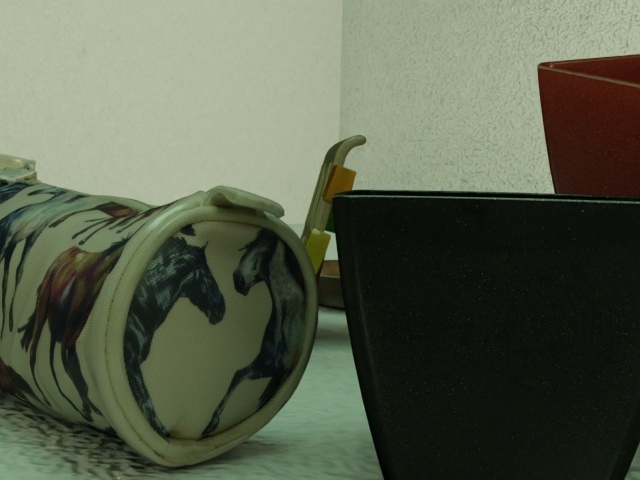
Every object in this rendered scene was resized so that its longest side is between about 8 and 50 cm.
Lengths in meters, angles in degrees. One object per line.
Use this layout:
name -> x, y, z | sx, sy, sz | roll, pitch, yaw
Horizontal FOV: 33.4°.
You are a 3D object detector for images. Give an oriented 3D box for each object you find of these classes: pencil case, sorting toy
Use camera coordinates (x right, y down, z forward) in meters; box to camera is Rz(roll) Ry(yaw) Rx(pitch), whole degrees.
pencil case -> -0.170, 0.032, 0.758 | 0.160, 0.183, 0.410 | -1, 5, -39
sorting toy -> 0.000, 0.000, 1.100 | 0.041, 0.229, 0.307 | 21, 3, -4

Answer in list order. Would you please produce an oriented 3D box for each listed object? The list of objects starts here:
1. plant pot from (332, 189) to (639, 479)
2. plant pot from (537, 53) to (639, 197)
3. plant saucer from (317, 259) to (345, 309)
plant pot -> 0.105, 0.054, 0.633 | 0.188, 0.167, 0.187 | 3, 3, 6
plant pot -> 0.333, -0.005, 0.765 | 0.267, 0.235, 0.267 | -9, 19, -23
plant saucer -> 0.103, 0.061, 1.446 | 0.311, 0.050, 0.310 | 1, 4, 0
